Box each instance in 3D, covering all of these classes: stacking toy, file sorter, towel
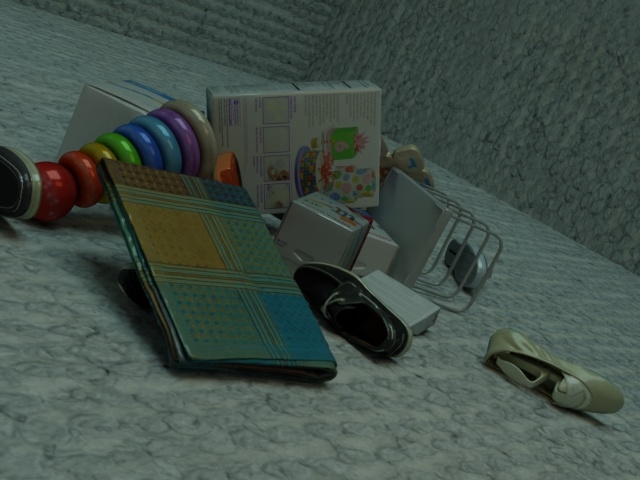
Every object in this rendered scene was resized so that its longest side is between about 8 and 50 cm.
[{"bbox_3d":[-0.320,-0.111,1.586,0.141,0.141,0.330,31,40,29],"label":"stacking toy"},{"bbox_3d":[0.221,0.001,2.099,0.173,0.193,0.278,21,13,-25],"label":"file sorter"},{"bbox_3d":[-0.144,0.038,1.397,0.271,0.040,0.370,11,37,-42],"label":"towel"}]

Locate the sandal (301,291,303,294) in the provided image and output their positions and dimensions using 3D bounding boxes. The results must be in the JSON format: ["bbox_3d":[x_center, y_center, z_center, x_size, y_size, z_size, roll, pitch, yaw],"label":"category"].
[{"bbox_3d":[-0.106,0.052,1.551,0.097,0.054,0.254,31,8,23],"label":"sandal"}]

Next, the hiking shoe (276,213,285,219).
[{"bbox_3d":[-0.070,-0.110,2.176,0.226,0.114,0.086,27,14,13],"label":"hiking shoe"}]

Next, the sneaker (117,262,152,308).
[{"bbox_3d":[-0.229,0.054,1.406,0.075,0.057,0.161,32,11,36],"label":"sneaker"}]

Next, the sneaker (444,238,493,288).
[{"bbox_3d":[0.355,0.053,2.328,0.091,0.094,0.258,17,13,-8],"label":"sneaker"}]

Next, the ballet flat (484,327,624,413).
[{"bbox_3d":[0.392,0.238,1.746,0.248,0.086,0.086,28,14,20],"label":"ballet flat"}]

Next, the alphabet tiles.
[{"bbox_3d":[0.097,-0.127,2.227,0.278,0.284,0.021,57,27,-43],"label":"alphabet tiles"}]

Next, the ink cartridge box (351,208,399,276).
[{"bbox_3d":[0.051,-0.008,2.053,0.148,0.086,0.203,18,14,-23],"label":"ink cartridge box"}]

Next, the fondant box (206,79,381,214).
[{"bbox_3d":[-0.052,-0.181,1.989,0.330,0.238,0.096,-4,20,-12],"label":"fondant box"}]

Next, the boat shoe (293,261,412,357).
[{"bbox_3d":[0.040,0.103,1.615,0.233,0.084,0.079,36,17,31],"label":"boat shoe"}]

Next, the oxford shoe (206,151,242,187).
[{"bbox_3d":[-0.216,-0.047,1.758,0.132,0.130,0.364,-8,20,5],"label":"oxford shoe"}]

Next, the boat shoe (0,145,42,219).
[{"bbox_3d":[-0.503,-0.102,1.451,0.285,0.103,0.092,29,19,35],"label":"boat shoe"}]

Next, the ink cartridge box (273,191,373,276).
[{"bbox_3d":[0.000,0.000,1.847,0.128,0.127,0.176,27,14,9],"label":"ink cartridge box"}]

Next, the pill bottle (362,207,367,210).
[{"bbox_3d":[0.167,-0.077,2.454,0.208,0.119,0.119,19,14,-20],"label":"pill bottle"}]

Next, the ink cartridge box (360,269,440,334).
[{"bbox_3d":[0.105,0.124,1.782,0.145,0.045,0.179,31,33,25],"label":"ink cartridge box"}]

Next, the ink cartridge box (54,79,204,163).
[{"bbox_3d":[-0.344,-0.183,1.864,0.168,0.171,0.233,25,13,4],"label":"ink cartridge box"}]
